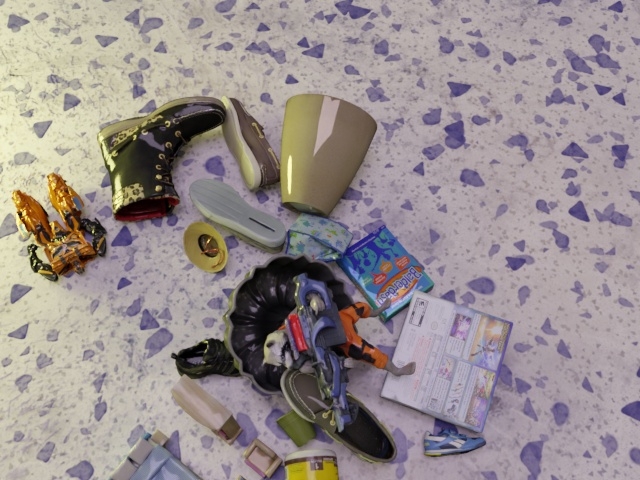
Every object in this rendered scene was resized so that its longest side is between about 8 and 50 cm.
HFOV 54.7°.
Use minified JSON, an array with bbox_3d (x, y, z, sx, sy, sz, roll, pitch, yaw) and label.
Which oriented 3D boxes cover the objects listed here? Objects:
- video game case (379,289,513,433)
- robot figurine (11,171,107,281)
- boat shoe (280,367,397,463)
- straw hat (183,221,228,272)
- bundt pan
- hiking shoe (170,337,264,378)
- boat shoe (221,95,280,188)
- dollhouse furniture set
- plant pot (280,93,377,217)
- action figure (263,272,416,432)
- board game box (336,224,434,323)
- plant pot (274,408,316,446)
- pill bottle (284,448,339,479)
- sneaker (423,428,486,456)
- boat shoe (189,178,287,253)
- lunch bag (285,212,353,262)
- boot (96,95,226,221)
[{"bbox_3d":[0.297,0.283,1.467,0.244,0.061,0.269,18,76,10],"label":"video game case"},{"bbox_3d":[-0.698,-0.033,1.642,0.211,0.085,0.291,-31,67,-13],"label":"robot figurine"},{"bbox_3d":[0.045,0.381,1.360,0.305,0.091,0.109,42,69,-10],"label":"boat shoe"},{"bbox_3d":[-0.286,0.011,1.626,0.144,0.144,0.061,33,30,15],"label":"straw hat"},{"bbox_3d":[-0.084,0.196,1.446,0.331,0.124,0.331,3,83,-28],"label":"bundt pan"},{"bbox_3d":[-0.235,0.277,1.468,0.227,0.114,0.086,-12,65,-5],"label":"hiking shoe"},{"bbox_3d":[-0.200,-0.284,1.749,0.097,0.116,0.324,-10,57,-25],"label":"boat shoe"},{"bbox_3d":[-0.287,0.496,1.315,0.286,0.198,0.303,34,69,16],"label":"dollhouse furniture set"},{"bbox_3d":[-0.007,-0.208,1.654,0.256,0.256,0.274,15,79,8],"label":"plant pot"},{"bbox_3d":[0.033,0.254,1.339,0.330,0.178,0.341,4,58,-23],"label":"action figure"},{"bbox_3d":[0.165,0.083,1.597,0.160,0.047,0.210,-34,69,-15],"label":"board game box"},{"bbox_3d":[-0.050,0.427,1.419,0.083,0.083,0.079,-30,79,-13],"label":"plant pot"},{"bbox_3d":[-0.014,0.564,1.322,0.117,0.117,0.215,-5,64,-2],"label":"pill bottle"},{"bbox_3d":[0.304,0.456,1.409,0.144,0.053,0.059,-4,62,-3],"label":"sneaker"},{"bbox_3d":[-0.224,-0.056,1.642,0.302,0.094,0.109,33,59,15],"label":"boat shoe"},{"bbox_3d":[0.000,0.000,1.590,0.151,0.096,0.129,11,28,11],"label":"lunch bag"},{"bbox_3d":[-0.422,-0.223,1.695,0.377,0.138,0.284,-15,64,2],"label":"boot"}]
